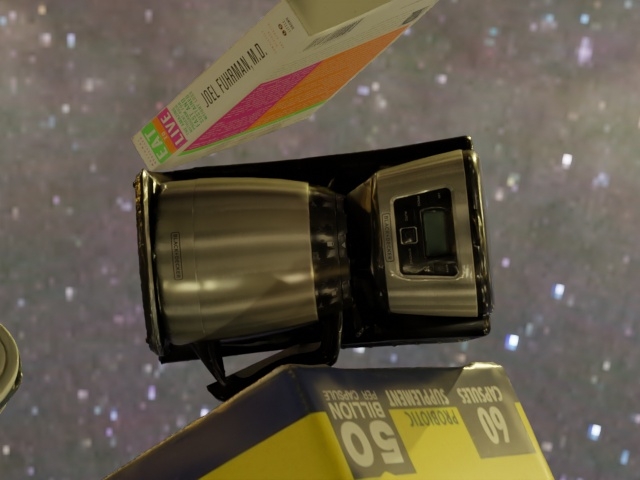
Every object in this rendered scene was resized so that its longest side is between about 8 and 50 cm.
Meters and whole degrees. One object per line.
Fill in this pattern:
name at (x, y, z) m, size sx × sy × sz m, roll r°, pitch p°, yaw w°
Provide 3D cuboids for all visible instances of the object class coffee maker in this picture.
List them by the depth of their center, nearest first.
coffee maker at (0.000, 0.000, 0.918) m, size 0.178 × 0.120 × 0.171 m, roll -5°, pitch -161°, yaw 2°

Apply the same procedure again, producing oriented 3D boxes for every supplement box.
supplement box at (0.038, 0.257, 0.835) m, size 0.194 × 0.195 × 0.357 m, roll 4°, pitch -122°, yaw -54°

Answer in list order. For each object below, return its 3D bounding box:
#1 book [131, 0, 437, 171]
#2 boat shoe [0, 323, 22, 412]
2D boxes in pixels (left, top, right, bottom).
book at (-0.011, -0.078, 0.737) m, size 0.096 × 0.144 × 0.035 m, roll -29°, pitch -92°, yaw -37°
boat shoe at (-0.294, 0.146, 1.094) m, size 0.095 × 0.079 × 0.254 m, roll 39°, pitch -112°, yaw 13°
